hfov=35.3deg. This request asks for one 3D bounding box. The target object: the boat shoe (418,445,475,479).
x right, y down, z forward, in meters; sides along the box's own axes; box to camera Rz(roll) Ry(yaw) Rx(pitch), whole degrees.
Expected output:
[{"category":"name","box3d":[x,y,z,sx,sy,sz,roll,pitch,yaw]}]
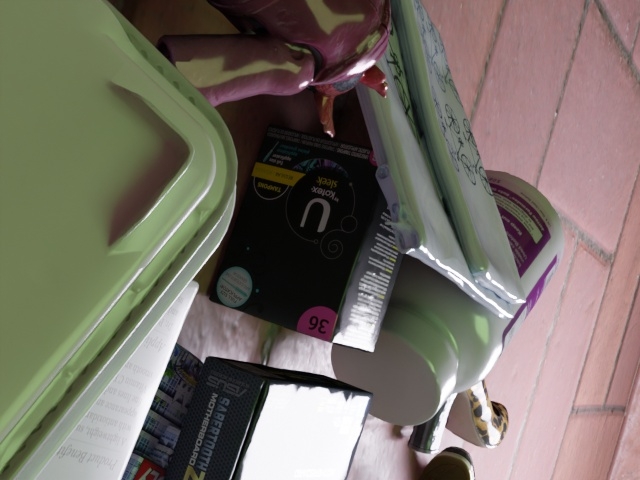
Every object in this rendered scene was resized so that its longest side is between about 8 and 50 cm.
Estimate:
[{"category":"boat shoe","box3d":[0.186,0.361,1.437,0.073,0.080,0.223,-53,151,-44]}]

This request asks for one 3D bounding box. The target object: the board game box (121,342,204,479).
[{"category":"board game box","box3d":[-0.130,0.189,0.785,0.194,0.060,0.194,-65,151,-18]}]

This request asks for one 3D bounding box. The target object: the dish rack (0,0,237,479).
[{"category":"dish rack","box3d":[-0.197,-0.007,0.359,0.285,0.072,0.333,43,65,-16]}]

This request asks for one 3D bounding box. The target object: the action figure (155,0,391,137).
[{"category":"action figure","box3d":[-0.035,-0.197,0.566,0.370,0.276,0.248,45,57,-43]}]

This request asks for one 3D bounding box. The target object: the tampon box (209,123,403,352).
[{"category":"tampon box","box3d":[0.000,0.000,0.859,0.101,0.120,0.161,26,80,-63]}]

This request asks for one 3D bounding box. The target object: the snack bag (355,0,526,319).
[{"category":"snack bag","box3d":[0.093,-0.107,0.884,0.342,0.037,0.323,30,44,-63]}]

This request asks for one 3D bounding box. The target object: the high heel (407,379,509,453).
[{"category":"high heel","box3d":[0.218,0.188,1.382,0.261,0.093,0.186,4,103,-56]}]

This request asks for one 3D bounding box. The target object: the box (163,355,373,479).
[{"category":"box","box3d":[-0.045,0.197,0.816,0.233,0.059,0.183,27,82,-64]}]

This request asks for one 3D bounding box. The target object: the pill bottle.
[{"category":"pill bottle","box3d":[0.138,0.060,1.093,0.301,0.169,0.169,-44,140,-44]}]

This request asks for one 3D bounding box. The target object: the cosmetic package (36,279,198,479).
[{"category":"cosmetic package","box3d":[-0.188,0.066,0.518,0.151,0.151,0.183,42,66,-59]}]
